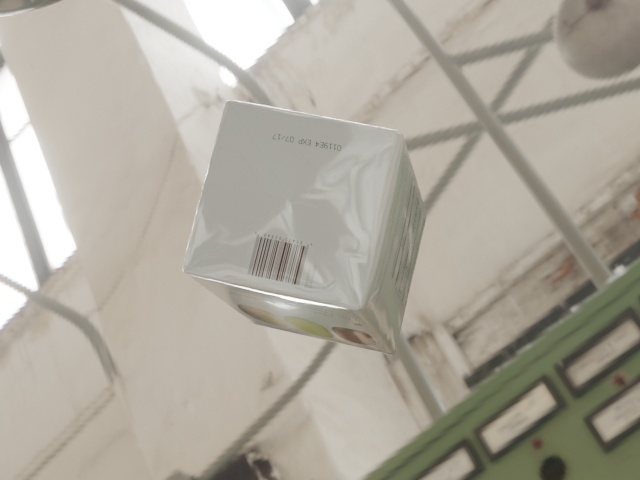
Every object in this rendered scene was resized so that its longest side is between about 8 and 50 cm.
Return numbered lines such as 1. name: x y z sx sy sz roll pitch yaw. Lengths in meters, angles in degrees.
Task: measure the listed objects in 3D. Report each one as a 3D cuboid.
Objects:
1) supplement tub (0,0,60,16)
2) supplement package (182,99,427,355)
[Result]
1. supplement tub: -0.186 -0.277 0.560 0.193 0.194 0.316 -20 -31 -11
2. supplement package: 0.000 0.000 0.947 0.139 0.134 0.244 12 -11 13
